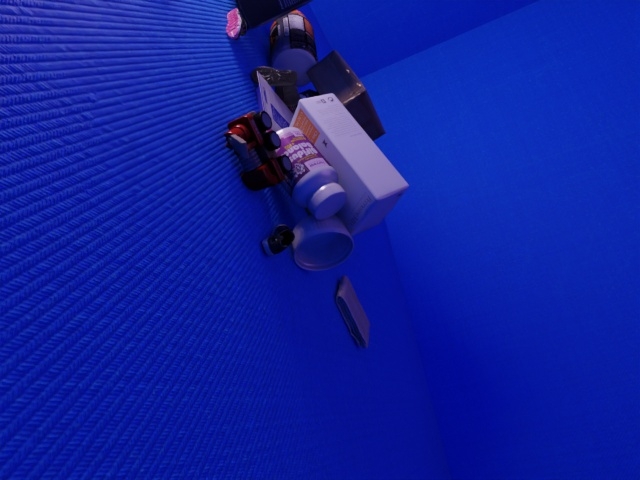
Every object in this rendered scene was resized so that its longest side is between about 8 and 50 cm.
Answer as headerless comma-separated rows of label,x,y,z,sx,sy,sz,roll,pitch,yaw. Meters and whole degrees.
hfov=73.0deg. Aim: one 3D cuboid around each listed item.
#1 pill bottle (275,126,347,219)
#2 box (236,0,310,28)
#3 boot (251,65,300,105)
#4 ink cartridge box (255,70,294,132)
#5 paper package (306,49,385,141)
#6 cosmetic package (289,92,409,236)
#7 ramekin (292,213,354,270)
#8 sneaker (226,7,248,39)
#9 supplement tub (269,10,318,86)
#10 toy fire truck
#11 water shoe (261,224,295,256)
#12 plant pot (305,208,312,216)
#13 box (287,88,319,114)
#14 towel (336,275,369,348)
pill bottle,-0.049,-0.215,1.409,0.301,0.169,0.169,52,9,23
box,-0.172,-0.940,1.626,0.296,0.294,0.182,-106,172,-62
boot,-0.171,-0.600,1.701,0.208,0.190,0.075,170,-73,-85
ink cartridge box,-0.161,-0.462,1.655,0.371,0.069,0.175,38,38,-65
paper package,0.114,-0.600,1.890,0.325,0.168,0.309,42,19,-59
cosmetic package,0.072,-0.267,1.518,0.162,0.230,0.453,-24,70,-34
ramekin,0.000,0.000,1.463,0.207,0.207,0.108,51,17,-49
sneaker,-0.293,-0.763,1.555,0.075,0.063,0.170,43,28,-46
supplement tub,-0.124,-0.872,1.948,0.207,0.207,0.337,49,28,-51
toy fire truck,-0.193,-0.239,1.227,0.216,0.159,0.246,65,31,-20
water shoe,-0.109,-0.004,1.318,0.203,0.080,0.072,-60,130,-68
plant pot,0.046,-0.206,1.794,0.228,0.207,0.226,-63,133,-66
box,-0.057,-0.579,1.966,0.247,0.142,0.163,-53,122,-72
towel,0.138,0.303,1.831,0.187,0.049,0.282,-71,139,-65
